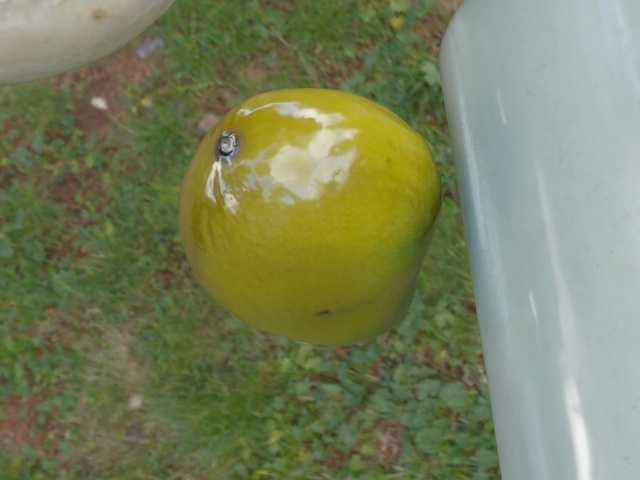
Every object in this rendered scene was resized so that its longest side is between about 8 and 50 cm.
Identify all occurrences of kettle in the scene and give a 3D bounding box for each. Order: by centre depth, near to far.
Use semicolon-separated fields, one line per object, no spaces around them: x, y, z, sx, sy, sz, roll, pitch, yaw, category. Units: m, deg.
0.237;0.072;0.599;0.250;0.361;0.377;-29;55;45;kettle

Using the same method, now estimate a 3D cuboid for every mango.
-0.007;-0.001;0.657;0.137;0.237;0.091;-2;61;-4;mango

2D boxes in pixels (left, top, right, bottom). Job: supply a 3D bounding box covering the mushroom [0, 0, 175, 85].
-0.142;-0.177;0.480;0.207;0.215;0.207;-4;56;7;mushroom
